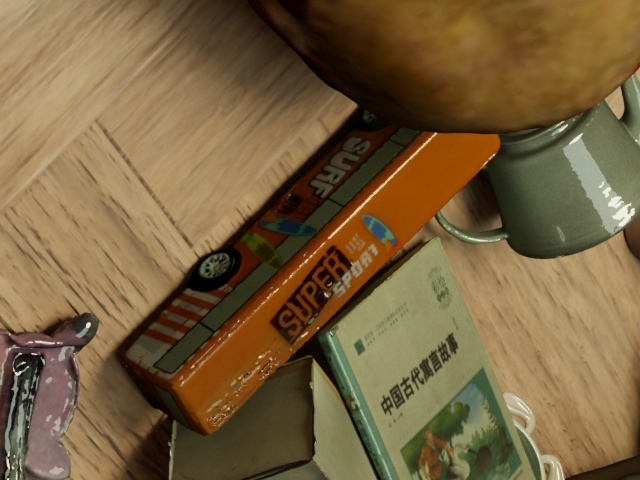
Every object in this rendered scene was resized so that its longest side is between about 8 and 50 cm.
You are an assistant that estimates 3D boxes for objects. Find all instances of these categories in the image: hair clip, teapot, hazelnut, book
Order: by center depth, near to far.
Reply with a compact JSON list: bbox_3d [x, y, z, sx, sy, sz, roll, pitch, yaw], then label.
[{"bbox_3d":[0.094,-0.272,1.490,0.359,0.359,0.409,-52,128,-12],"label":"hazelnut"},{"bbox_3d":[-0.257,0.150,1.544,0.146,0.056,0.187,-1,99,-39],"label":"hair clip"},{"bbox_3d":[0.106,0.165,1.755,0.215,0.025,0.282,-40,111,-50],"label":"book"},{"bbox_3d":[0.211,-0.083,1.784,0.239,0.162,0.149,-31,119,1],"label":"teapot"}]

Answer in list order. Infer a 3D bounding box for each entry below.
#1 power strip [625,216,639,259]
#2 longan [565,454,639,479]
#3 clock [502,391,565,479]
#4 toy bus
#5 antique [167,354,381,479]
[{"bbox_3d":[0.400,-0.036,2.003,0.154,0.078,0.154,-17,118,-34],"label":"power strip"},{"bbox_3d":[0.358,0.376,1.962,0.361,0.361,0.361,-17,117,-35],"label":"longan"},{"bbox_3d":[0.155,0.237,1.877,0.191,0.062,0.151,-24,85,-34],"label":"clock"},{"bbox_3d":[0.000,0.000,1.666,0.409,0.092,0.093,-45,133,-17],"label":"toy bus"},{"bbox_3d":[-0.038,0.202,1.660,0.147,0.148,0.152,-19,130,18],"label":"antique"}]
